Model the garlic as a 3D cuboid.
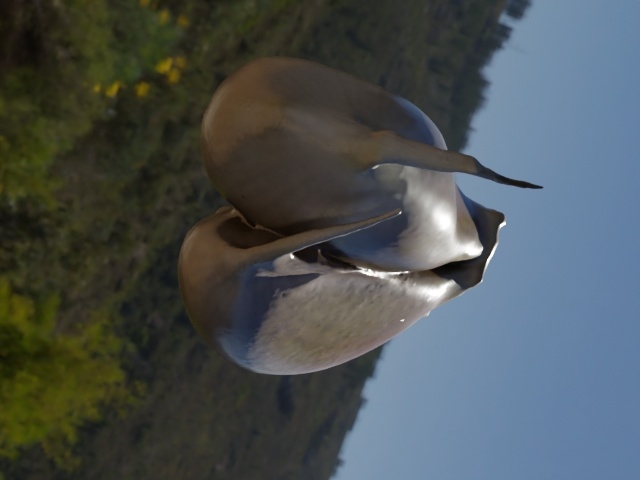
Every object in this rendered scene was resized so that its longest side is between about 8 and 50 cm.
[{"bbox_3d":[0.000,0.000,0.980,0.231,0.246,0.340,-60,175,-3],"label":"garlic"}]
